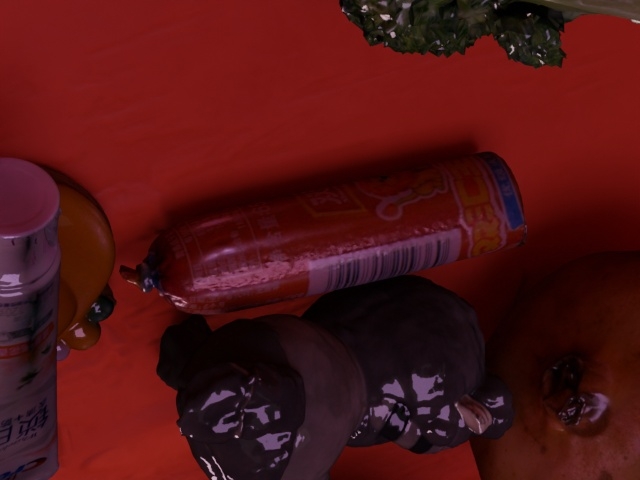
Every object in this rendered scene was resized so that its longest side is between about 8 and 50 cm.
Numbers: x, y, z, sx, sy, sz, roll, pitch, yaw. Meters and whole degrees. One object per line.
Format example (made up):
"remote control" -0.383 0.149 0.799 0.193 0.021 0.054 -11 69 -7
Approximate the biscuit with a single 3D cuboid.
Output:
"biscuit" -0.200 0.034 1.131 0.170 0.050 0.170 -14 131 -17

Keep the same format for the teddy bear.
"teddy bear" -0.018 0.106 1.209 0.251 0.171 0.144 -11 110 -33

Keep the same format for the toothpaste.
"toothpaste" -0.197 0.078 1.099 0.100 0.066 0.323 -26 150 -29

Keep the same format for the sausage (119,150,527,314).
"sausage" 0.000 0.000 1.195 0.274 0.074 0.074 -13 130 -17

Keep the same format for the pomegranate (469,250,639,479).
"pomegranate" 0.233 0.132 1.287 0.264 0.264 0.264 -14 130 -17

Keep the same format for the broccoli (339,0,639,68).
"broccoli" 0.129 -0.217 0.974 0.308 0.275 0.308 -40 157 -21
